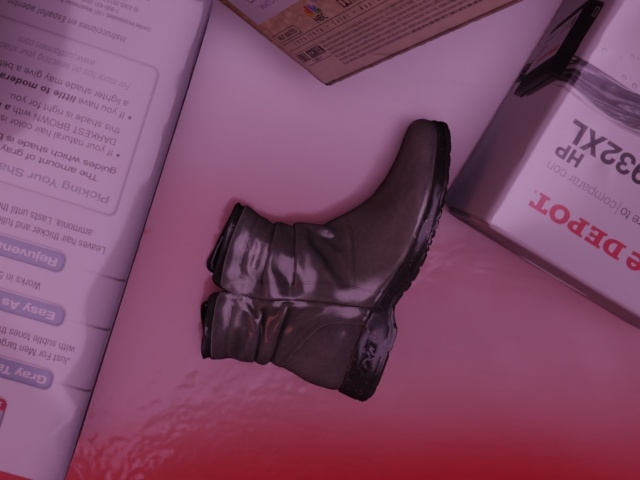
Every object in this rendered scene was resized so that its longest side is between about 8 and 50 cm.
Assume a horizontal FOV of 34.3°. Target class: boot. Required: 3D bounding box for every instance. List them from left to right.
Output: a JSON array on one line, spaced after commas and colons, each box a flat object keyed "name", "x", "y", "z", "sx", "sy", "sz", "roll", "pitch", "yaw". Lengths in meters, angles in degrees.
[{"name": "boot", "x": 0.000, "y": 0.000, "z": 0.830, "sx": 0.161, "sy": 0.083, "sz": 0.246, "roll": 19, "pitch": 93, "yaw": -4}]

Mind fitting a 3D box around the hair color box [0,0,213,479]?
[{"name": "hair color box", "x": -0.224, "y": -0.027, "z": 0.775, "sx": 0.185, "sy": 0.113, "sz": 0.374, "roll": 17, "pitch": 94, "yaw": -10}]

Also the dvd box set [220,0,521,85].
[{"name": "dvd box set", "x": -0.070, "y": -0.264, "z": 0.585, "sx": 0.420, "sy": 0.308, "sz": 0.062, "roll": 36, "pitch": 69, "yaw": -20}]

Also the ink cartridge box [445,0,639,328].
[{"name": "ink cartridge box", "x": 0.279, "y": -0.096, "z": 0.827, "sx": 0.223, "sy": 0.129, "sz": 0.307, "roll": 30, "pitch": 93, "yaw": -11}]
